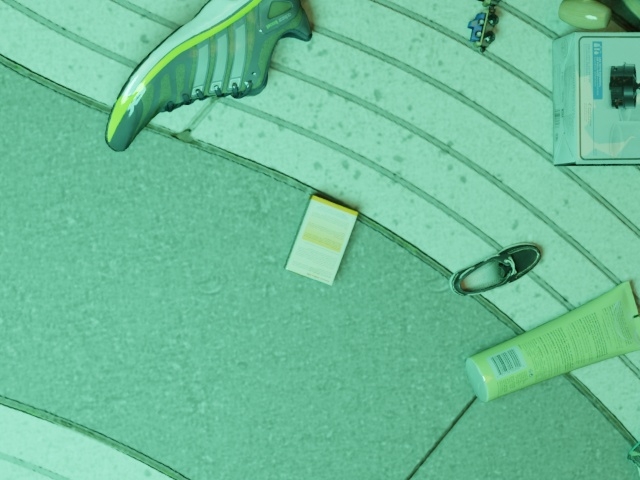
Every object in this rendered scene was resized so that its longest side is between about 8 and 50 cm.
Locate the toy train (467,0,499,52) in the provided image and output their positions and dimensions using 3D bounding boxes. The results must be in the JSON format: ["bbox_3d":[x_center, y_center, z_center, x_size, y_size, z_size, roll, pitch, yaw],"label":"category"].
[{"bbox_3d":[0.212,-0.316,1.429,0.036,0.027,0.158,11,90,-4],"label":"toy train"}]

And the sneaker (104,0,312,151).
[{"bbox_3d":[-0.132,-0.203,1.348,0.300,0.111,0.121,-42,100,-3],"label":"sneaker"}]

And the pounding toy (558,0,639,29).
[{"bbox_3d":[0.416,-0.358,1.368,0.154,0.155,0.269,29,87,24],"label":"pounding toy"}]

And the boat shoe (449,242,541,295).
[{"bbox_3d":[0.224,0.037,1.433,0.125,0.038,0.046,-18,94,-7],"label":"boat shoe"}]

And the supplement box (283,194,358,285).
[{"bbox_3d":[0.000,0.000,1.403,0.062,0.036,0.098,21,88,-8],"label":"supplement box"}]

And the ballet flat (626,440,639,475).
[{"bbox_3d":[0.463,0.333,1.469,0.070,0.070,0.188,-36,94,-5],"label":"ballet flat"}]

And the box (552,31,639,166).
[{"bbox_3d":[0.446,-0.178,1.434,0.290,0.087,0.169,0,92,-8],"label":"box"}]

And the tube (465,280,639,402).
[{"bbox_3d":[0.303,0.136,1.442,0.240,0.062,0.070,-21,138,-12],"label":"tube"}]
